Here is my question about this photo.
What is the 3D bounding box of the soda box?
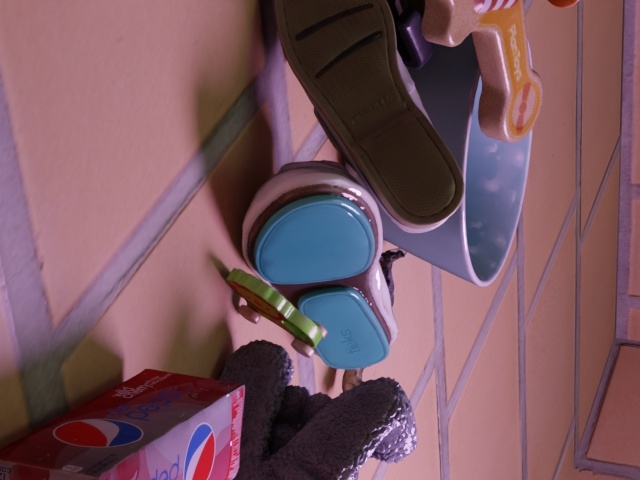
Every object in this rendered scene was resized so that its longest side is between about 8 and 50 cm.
[{"bbox_3d":[-0.148,0.171,1.233,0.263,0.092,0.083,-25,120,-68],"label":"soda box"}]

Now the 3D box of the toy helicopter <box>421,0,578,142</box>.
[{"bbox_3d":[0.181,-0.253,1.647,0.235,0.140,0.355,-49,142,-30],"label":"toy helicopter"}]

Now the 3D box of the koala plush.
[{"bbox_3d":[-0.023,0.247,1.555,0.203,0.196,0.221,-56,150,-33],"label":"koala plush"}]

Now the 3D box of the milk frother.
[{"bbox_3d":[0.030,-0.209,1.692,0.143,0.129,0.135,-36,152,-2],"label":"milk frother"}]

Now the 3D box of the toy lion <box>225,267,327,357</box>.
[{"bbox_3d":[-0.043,0.063,1.544,0.034,0.100,0.096,-55,168,-13],"label":"toy lion"}]

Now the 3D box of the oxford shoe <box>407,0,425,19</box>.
[{"bbox_3d":[0.122,-0.341,1.918,0.130,0.123,0.348,-24,126,-37],"label":"oxford shoe"}]

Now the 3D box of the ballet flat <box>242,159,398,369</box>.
[{"bbox_3d":[0.000,0.000,1.638,0.400,0.139,0.139,70,32,-62],"label":"ballet flat"}]

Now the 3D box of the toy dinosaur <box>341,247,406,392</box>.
[{"bbox_3d":[0.059,0.075,1.915,0.118,0.064,0.268,87,17,-50],"label":"toy dinosaur"}]

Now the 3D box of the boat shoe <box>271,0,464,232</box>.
[{"bbox_3d":[0.034,-0.143,1.573,0.103,0.113,0.302,130,-64,-81],"label":"boat shoe"}]

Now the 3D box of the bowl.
[{"bbox_3d":[0.131,-0.109,1.888,0.311,0.163,0.311,6,90,-71],"label":"bowl"}]
